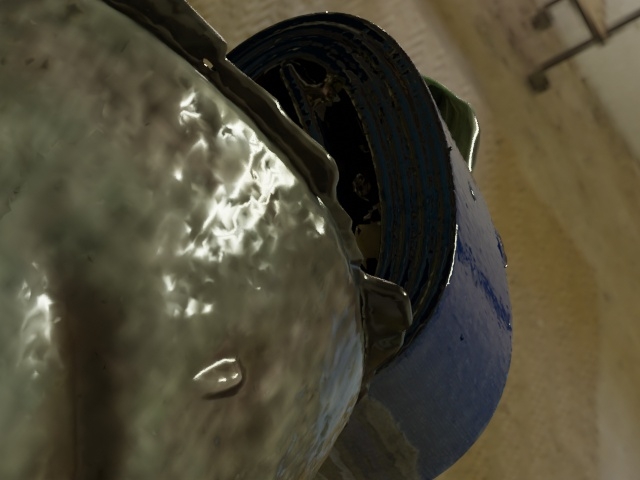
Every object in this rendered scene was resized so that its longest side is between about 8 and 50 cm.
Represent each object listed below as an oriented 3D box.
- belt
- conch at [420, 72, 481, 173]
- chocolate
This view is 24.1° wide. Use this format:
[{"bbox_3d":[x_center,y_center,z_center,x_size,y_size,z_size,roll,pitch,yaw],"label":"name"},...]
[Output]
[{"bbox_3d":[0.000,0.000,0.959,0.347,0.212,0.117,-99,164,-45],"label":"belt"},{"bbox_3d":[0.019,-0.072,1.204,0.188,0.176,0.122,29,1,-31],"label":"conch"},{"bbox_3d":[-0.148,0.060,0.486,0.303,0.303,0.213,49,47,-29],"label":"chocolate"}]
